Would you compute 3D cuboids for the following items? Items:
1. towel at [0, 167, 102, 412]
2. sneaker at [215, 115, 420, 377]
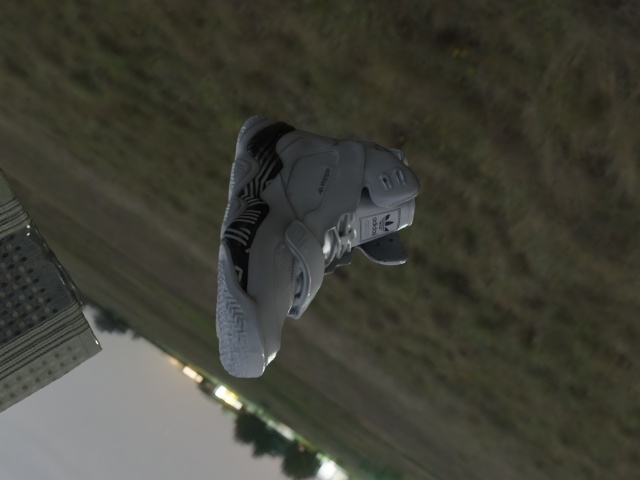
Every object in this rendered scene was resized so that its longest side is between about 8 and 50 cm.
[{"bbox_3d":[-0.436,0.095,1.319,0.056,0.324,0.312,43,159,48],"label":"towel"},{"bbox_3d":[0.000,0.000,1.290,0.210,0.366,0.137,5,133,-1],"label":"sneaker"}]
